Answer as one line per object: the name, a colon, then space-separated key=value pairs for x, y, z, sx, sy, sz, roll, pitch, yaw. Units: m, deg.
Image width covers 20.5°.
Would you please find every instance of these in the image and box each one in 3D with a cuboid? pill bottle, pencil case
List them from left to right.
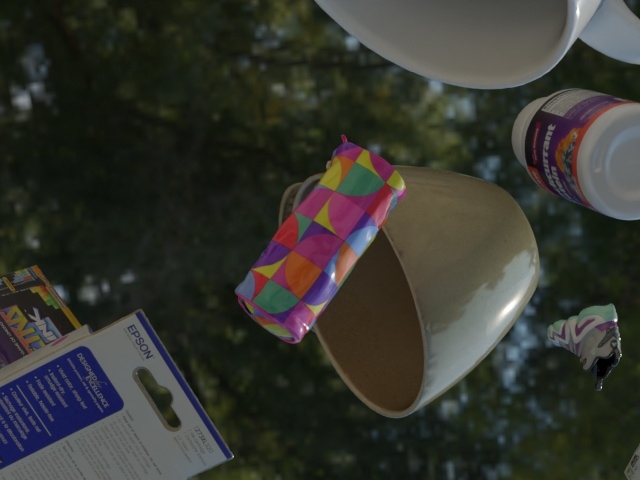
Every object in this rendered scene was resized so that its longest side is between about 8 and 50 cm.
pencil case: x=0.000 y=0.000 z=1.983 sx=0.104 sy=0.104 sz=0.236 roll=20 pitch=-111 yaw=48
pill bottle: x=0.256 y=-0.087 z=1.685 sx=0.108 sy=0.108 sz=0.193 roll=-12 pitch=-166 yaw=-15

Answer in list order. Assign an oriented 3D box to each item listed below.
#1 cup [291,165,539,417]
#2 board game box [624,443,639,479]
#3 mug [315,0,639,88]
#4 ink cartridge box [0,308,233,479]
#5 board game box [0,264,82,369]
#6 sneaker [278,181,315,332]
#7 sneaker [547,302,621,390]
cup: x=0.144 y=0.037 z=2.312 sx=0.237 sy=0.331 sz=0.331 roll=-20 pitch=-155 yaw=-23
board game box: x=0.298 y=0.190 z=1.500 sx=0.020 sy=0.090 sz=0.090 roll=16 pitch=-155 yaw=-18
mug: x=0.191 y=-0.299 z=1.414 sx=0.328 sy=0.374 sz=0.276 roll=-54 pitch=-172 yaw=-28
ink cartridge box: x=-0.275 y=0.206 z=1.759 sx=0.371 sy=0.175 sz=0.069 roll=-26 pitch=-168 yaw=22
board game box: x=-0.351 y=0.120 z=2.121 sx=0.170 sy=0.048 sz=0.141 roll=51 pitch=-146 yaw=13
sneaker: x=-0.032 y=0.020 z=2.543 sx=0.083 sy=0.222 sz=0.118 roll=-14 pitch=-166 yaw=-18
sneaker: x=0.232 y=0.098 z=1.542 sx=0.038 sy=0.069 sz=0.098 roll=-9 pitch=167 yaw=-19
